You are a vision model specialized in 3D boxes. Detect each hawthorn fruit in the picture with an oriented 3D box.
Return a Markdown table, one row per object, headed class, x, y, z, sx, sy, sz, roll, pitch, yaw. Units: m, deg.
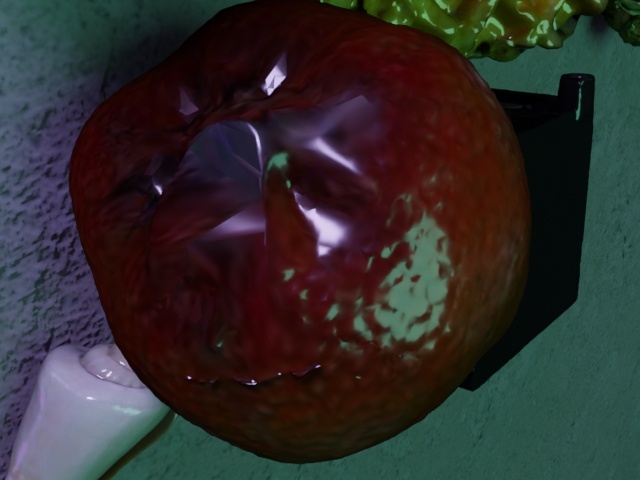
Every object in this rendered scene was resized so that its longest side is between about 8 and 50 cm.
| class | x | y | z | sx | sy | sz | roll | pitch | yaw |
| --- | --- | --- | --- | --- | --- | --- | --- | --- | --- |
| hawthorn fruit | -0.006 | -0.013 | 0.483 | 0.311 | 0.295 | 0.295 | -21 | 125 | -76 |

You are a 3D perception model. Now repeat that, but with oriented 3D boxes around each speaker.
| class | x | y | z | sx | sy | sz | roll | pitch | yaw |
| --- | --- | --- | --- | --- | --- | --- | --- | --- | --- |
| speaker | 0.133 | -0.030 | 0.720 | 0.232 | 0.184 | 0.254 | -25 | 121 | -43 |

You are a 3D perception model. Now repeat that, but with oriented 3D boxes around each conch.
| class | x | y | z | sx | sy | sz | roll | pitch | yaw |
| --- | --- | --- | --- | --- | --- | --- | --- | --- | --- |
| conch | -0.160 | 0.138 | 0.511 | 0.104 | 0.094 | 0.176 | -50 | 161 | -85 |

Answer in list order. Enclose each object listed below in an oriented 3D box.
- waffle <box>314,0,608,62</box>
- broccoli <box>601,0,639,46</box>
| class | x | y | z | sx | sy | sz | roll | pitch | yaw |
| --- | --- | --- | --- | --- | --- | --- | --- | --- | --- |
| waffle | 0.120 | -0.323 | 0.597 | 0.382 | 0.095 | 0.379 | -16 | 116 | -28 |
| broccoli | 0.453 | -0.403 | 0.940 | 0.302 | 0.186 | 0.254 | 22 | 98 | -58 |
